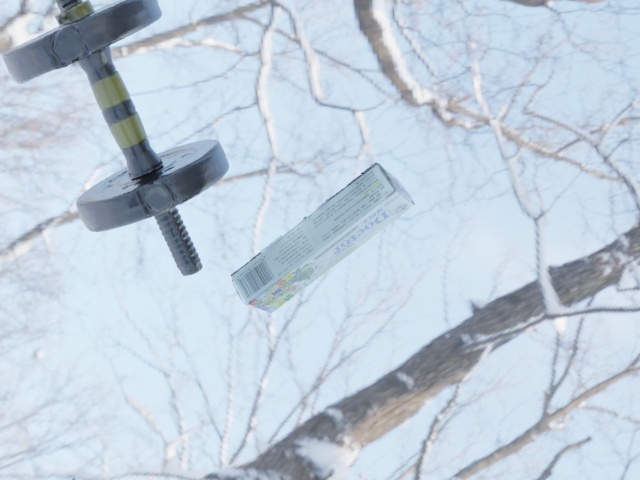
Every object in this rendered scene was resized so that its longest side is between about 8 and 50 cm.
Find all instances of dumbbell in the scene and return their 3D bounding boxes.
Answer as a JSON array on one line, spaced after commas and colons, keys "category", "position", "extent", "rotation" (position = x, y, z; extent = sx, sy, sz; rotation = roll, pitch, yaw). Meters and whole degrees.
[{"category": "dumbbell", "position": [-0.178, -0.114, 0.964], "extent": [0.143, 0.143, 0.325], "rotation": [-9, -69, 40]}]

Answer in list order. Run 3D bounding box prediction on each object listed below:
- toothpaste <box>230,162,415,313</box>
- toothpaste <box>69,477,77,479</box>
[{"category": "toothpaste", "position": [0.000, 0.000, 0.925], "extent": [0.164, 0.046, 0.034], "rotation": [-37, -118, 12]}, {"category": "toothpaste", "position": [-0.167, 0.206, 0.517], "extent": [0.067, 0.194, 0.043], "rotation": [39, -17, 19]}]
